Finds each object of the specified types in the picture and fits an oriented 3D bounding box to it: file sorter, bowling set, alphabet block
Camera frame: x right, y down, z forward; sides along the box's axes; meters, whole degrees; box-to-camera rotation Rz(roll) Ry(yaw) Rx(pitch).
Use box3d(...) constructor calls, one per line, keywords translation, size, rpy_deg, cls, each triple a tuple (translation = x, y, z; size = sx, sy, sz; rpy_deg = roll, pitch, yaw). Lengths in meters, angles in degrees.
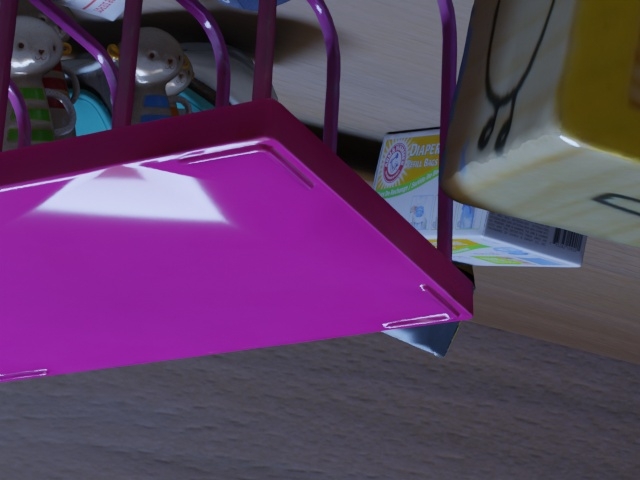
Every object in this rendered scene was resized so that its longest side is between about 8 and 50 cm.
box3d(translation=(-0.096, -0.061, 0.856), size=(0.290, 0.182, 0.202), rpy_deg=(-9, 153, 26), cls="file sorter")
box3d(translation=(-0.152, -0.094, 1.162), size=(0.287, 0.154, 0.200), rpy_deg=(0, -179, -42), cls="bowling set")
box3d(translation=(0.177, -0.095, 0.752), size=(0.193, 0.192, 0.197), rpy_deg=(12, 172, -8), cls="alphabet block")

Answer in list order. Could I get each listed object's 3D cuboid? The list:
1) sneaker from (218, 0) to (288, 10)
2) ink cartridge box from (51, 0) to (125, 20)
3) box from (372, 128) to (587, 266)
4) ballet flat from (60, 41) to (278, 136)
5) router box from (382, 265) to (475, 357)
box3d(translation=(-0.099, -0.186, 0.929), size=(0.226, 0.086, 0.163), rpy_deg=(10, 170, 9), cls="sneaker")
box3d(translation=(-0.165, -0.190, 1.083), size=(0.198, 0.067, 0.115), rpy_deg=(14, 173, -16), cls="ink cartridge box")
box3d(translation=(0.142, -0.038, 1.593), size=(0.114, 0.103, 0.203), rpy_deg=(16, 172, -28), cls="box")
box3d(translation=(-0.126, -0.113, 1.460), size=(0.139, 0.139, 0.400), rpy_deg=(19, 174, -40), cls="ballet flat")
box3d(translation=(0.000, 0.000, 1.775), size=(0.308, 0.081, 0.243), rpy_deg=(23, -170, -1), cls="router box")
